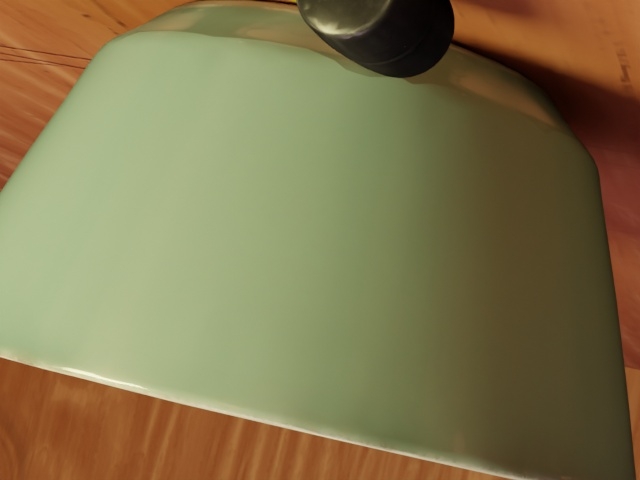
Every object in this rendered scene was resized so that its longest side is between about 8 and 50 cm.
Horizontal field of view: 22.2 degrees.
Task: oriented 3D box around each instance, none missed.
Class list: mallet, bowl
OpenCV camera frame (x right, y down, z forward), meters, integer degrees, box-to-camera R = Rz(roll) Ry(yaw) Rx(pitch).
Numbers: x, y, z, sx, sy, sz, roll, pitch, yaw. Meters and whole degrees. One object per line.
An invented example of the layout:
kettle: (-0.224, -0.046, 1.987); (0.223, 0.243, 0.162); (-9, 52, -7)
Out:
mallet: (-0.041, -0.093, 0.571); (0.189, 0.039, 0.062); (16, 179, 32)
bowl: (0.000, 0.000, 0.711); (0.311, 0.163, 0.311); (14, 174, 1)
